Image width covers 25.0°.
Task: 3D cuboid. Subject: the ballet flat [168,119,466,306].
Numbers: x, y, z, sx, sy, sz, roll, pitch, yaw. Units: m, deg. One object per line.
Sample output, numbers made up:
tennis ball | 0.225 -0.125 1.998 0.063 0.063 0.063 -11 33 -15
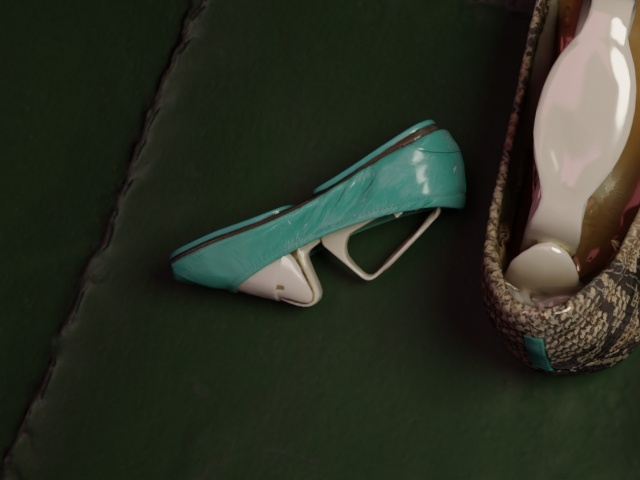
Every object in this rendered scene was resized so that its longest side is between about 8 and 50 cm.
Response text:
ballet flat | 0.000 0.000 1.088 0.247 0.083 0.087 -27 82 13

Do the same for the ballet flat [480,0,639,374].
ballet flat | 0.211 -0.147 0.994 0.164 0.182 0.483 12 79 20
